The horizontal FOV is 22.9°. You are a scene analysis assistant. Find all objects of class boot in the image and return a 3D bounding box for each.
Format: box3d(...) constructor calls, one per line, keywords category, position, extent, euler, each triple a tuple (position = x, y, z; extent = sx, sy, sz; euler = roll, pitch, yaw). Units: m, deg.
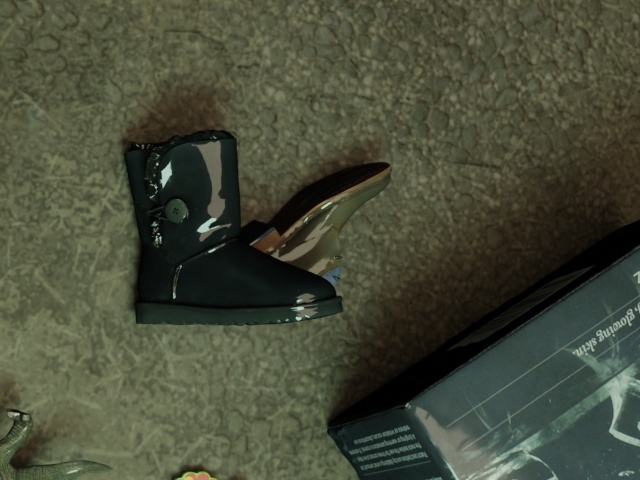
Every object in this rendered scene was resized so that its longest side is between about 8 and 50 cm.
box3d(category="boot", position=(-0.097, -0.015, 1.668), extent=(0.094, 0.247, 0.207), euler=(-7, 95, -63))
box3d(category="boot", position=(0.000, 0.000, 1.781), extent=(0.219, 0.082, 0.106), euler=(-30, 111, -10))

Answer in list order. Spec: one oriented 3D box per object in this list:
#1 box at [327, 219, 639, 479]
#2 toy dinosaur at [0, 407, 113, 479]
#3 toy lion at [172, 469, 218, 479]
box3d(category="box", position=(0.352, 0.268, 1.751), extent=(0.480, 0.297, 0.471), euler=(-32, 90, -20))
box3d(category="toy dinosaur", position=(-0.378, 0.244, 1.613), extent=(0.314, 0.121, 0.160), euler=(4, 100, -27))
box3d(category="toy lion", position=(-0.127, 0.304, 1.744), extent=(0.096, 0.034, 0.100), euler=(4, 88, -15))
